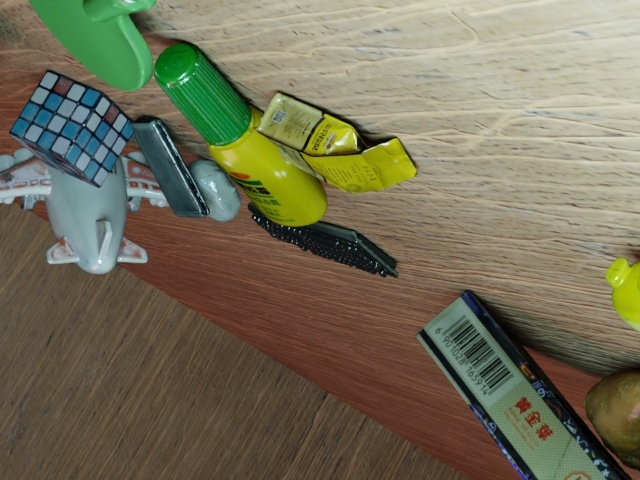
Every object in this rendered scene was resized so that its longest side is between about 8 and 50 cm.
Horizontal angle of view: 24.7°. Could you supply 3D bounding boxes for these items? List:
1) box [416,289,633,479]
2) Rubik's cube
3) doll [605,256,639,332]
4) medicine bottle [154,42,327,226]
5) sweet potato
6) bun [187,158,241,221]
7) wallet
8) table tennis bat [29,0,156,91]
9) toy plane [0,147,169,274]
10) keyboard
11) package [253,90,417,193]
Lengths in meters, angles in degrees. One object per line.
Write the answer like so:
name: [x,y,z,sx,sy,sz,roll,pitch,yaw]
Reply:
box: [0.249,0.215,1.630,0.310,0.084,0.198,54,-173,36]
Rubik's cube: [-0.293,-0.131,1.729,0.092,0.092,0.092,25,170,28]
doll: [0.293,0.066,1.143,0.162,0.062,0.106,35,173,-27]
medicine bottle: [-0.075,-0.097,1.365,0.095,0.064,0.260,32,169,36]
sweet potato: [0.345,0.197,1.590,0.106,0.095,0.354,-3,159,16]
bun: [-0.128,-0.061,1.734,0.083,0.045,0.083,33,155,18]
wallet: [-0.174,-0.085,1.695,0.088,0.026,0.129,5,125,63]
table tennis bat: [-0.189,-0.195,1.224,0.160,0.039,0.257,49,163,-16]
toy plane: [-0.291,-0.059,1.826,0.252,0.252,0.118,28,134,7]
keyboard: [0.000,0.000,1.769,0.094,0.025,0.230,39,167,-35]
package: [0.012,-0.077,1.257,0.131,0.047,0.071,26,167,27]
